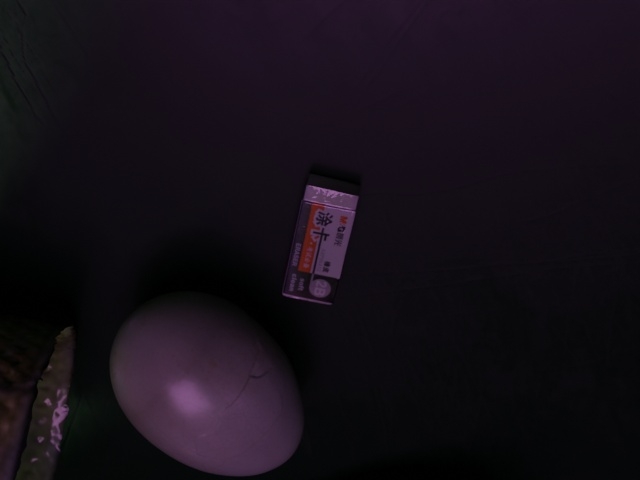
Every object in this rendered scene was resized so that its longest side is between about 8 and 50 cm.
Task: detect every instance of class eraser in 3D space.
[{"bbox_3d":[0.000,0.000,1.401,0.052,0.029,0.122,12,121,-2],"label":"eraser"}]

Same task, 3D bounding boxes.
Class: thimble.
[{"bbox_3d":[-0.328,0.197,1.412,0.150,0.271,0.271,11,120,0],"label":"thimble"}]

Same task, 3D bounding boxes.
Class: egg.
[{"bbox_3d":[-0.102,0.137,1.421,0.209,0.151,0.151,40,116,-22],"label":"egg"}]
